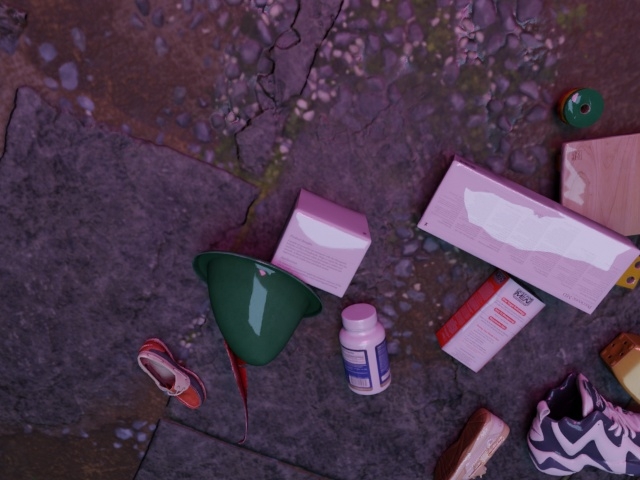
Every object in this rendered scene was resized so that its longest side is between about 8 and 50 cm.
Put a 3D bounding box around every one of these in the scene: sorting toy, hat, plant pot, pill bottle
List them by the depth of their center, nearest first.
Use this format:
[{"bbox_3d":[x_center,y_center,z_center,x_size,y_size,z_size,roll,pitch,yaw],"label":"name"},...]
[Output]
[{"bbox_3d":[-0.099,0.141,0.617,0.173,0.183,0.208,-13,139,46],"label":"hat"},{"bbox_3d":[0.372,-0.064,0.646,0.132,0.046,0.274,-7,110,2],"label":"sorting toy"},{"bbox_3d":[0.063,0.155,0.714,0.067,0.067,0.120,-9,111,3],"label":"pill bottle"},{"bbox_3d":[0.466,0.184,0.726,0.083,0.081,0.081,38,106,-1],"label":"plant pot"}]

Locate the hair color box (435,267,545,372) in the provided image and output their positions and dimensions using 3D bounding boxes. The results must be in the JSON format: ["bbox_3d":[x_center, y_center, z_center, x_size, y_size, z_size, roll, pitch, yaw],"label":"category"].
[{"bbox_3d":[0.242,0.115,0.714,0.072,0.043,0.141,35,107,-13],"label":"hair color box"}]

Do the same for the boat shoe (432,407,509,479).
[{"bbox_3d":[0.241,0.350,0.791,0.059,0.063,0.170,27,107,-4],"label":"boat shoe"}]

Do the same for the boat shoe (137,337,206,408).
[{"bbox_3d":[-0.224,0.208,0.745,0.049,0.043,0.137,-30,109,8],"label":"boat shoe"}]

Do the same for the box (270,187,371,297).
[{"bbox_3d":[0.000,0.000,0.637,0.101,0.102,0.087,23,111,-8],"label":"box"}]

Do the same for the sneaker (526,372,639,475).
[{"bbox_3d":[0.433,0.266,0.744,0.235,0.094,0.153,-7,119,13],"label":"sneaker"}]

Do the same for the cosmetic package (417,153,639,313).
[{"bbox_3d":[0.253,-0.011,0.625,0.239,0.060,0.098,28,114,5],"label":"cosmetic package"}]
